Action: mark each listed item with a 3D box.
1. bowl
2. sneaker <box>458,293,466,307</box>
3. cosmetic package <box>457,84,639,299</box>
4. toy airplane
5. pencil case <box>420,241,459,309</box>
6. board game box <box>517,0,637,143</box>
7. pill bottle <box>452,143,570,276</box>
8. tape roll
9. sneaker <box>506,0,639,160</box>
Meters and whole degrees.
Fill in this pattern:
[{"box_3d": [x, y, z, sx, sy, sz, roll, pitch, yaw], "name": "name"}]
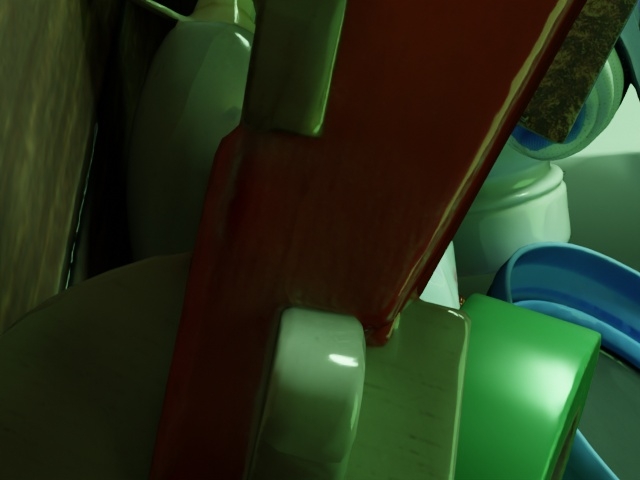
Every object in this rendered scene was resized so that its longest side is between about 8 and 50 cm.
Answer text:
[{"box_3d": [0.271, 0.165, 1.305, 0.391, 0.077, 0.391, 32, 26, -18], "name": "bowl"}, {"box_3d": [0.089, 0.110, 1.330, 0.067, 0.064, 0.175, -53, -159, 45], "name": "sneaker"}, {"box_3d": [0.247, -0.061, 1.679, 0.217, 0.385, 0.156, -82, 163, -62], "name": "cosmetic package"}, {"box_3d": [-0.014, -0.080, 0.564, 0.386, 0.272, 0.384, -61, 175, 25], "name": "toy airplane"}, {"box_3d": [0.039, -0.004, 1.143, 0.113, 0.124, 0.273, -52, -159, 37], "name": "pencil case"}, {"box_3d": [0.058, -0.166, 0.898, 0.141, 0.232, 0.291, -63, 175, 8], "name": "board game box"}, {"box_3d": [0.103, -0.164, 1.415, 0.204, 0.204, 0.361, -65, 146, -74], "name": "pill bottle"}, {"box_3d": [0.071, 0.192, 0.936, 0.321, 0.077, 0.321, 18, 90, -79], "name": "tape roll"}, {"box_3d": [0.160, -0.215, 1.170, 0.236, 0.130, 0.323, -62, 149, -56], "name": "sneaker"}]
